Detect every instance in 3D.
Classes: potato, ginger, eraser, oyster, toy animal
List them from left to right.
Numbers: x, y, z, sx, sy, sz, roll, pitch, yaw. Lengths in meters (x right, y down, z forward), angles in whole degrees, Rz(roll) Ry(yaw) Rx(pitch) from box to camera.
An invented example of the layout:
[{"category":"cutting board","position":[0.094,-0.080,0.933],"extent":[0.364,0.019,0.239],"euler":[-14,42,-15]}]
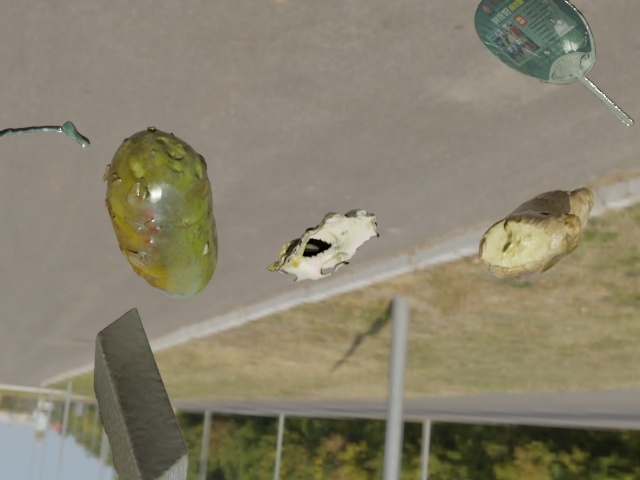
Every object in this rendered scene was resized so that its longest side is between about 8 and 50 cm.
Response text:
[{"category":"toy animal","position":[-0.375,-0.105,1.159],"extent":[0.070,0.079,0.253],"euler":[-28,180,32]},{"category":"eraser","position":[-0.249,0.243,1.426],"extent":[0.077,0.111,0.352],"euler":[-4,-143,-23]},{"category":"potato","position":[-0.210,-0.027,1.391],"extent":[0.141,0.176,0.298],"euler":[-2,143,-2]},{"category":"oyster","position":[0.009,-0.001,1.798],"extent":[0.132,0.072,0.209],"euler":[9,137,-31]},{"category":"ginger","position":[0.403,-0.014,1.892],"extent":[0.275,0.130,0.221],"euler":[-34,176,-25]}]

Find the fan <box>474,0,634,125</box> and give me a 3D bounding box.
[{"category":"fan","position":[0.351,-0.293,1.649],"extent":[0.223,0.012,0.294],"euler":[11,146,49]}]
